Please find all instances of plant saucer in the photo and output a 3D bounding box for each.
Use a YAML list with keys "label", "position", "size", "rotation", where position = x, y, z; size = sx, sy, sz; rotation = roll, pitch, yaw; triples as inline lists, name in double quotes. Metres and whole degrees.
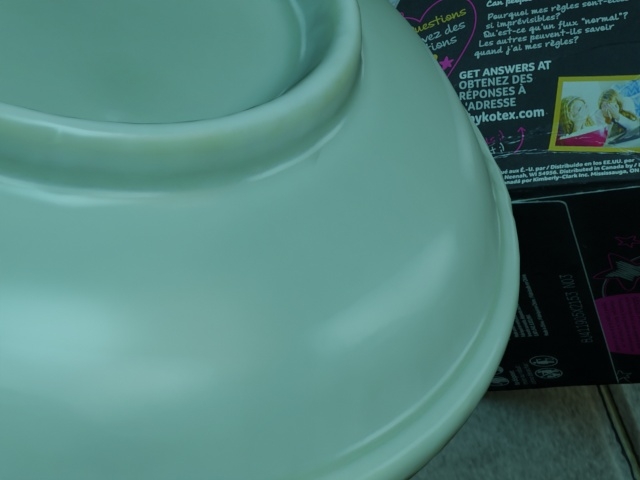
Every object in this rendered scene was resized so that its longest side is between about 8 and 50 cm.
- label: "plant saucer"
  position: [-0.099, -0.070, 0.472]
  size: [0.401, 0.100, 0.400]
  rotation: [13, 40, -11]

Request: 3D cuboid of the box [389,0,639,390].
- label: "box"
  position: [0.125, -0.025, 0.706]
  size: [0.247, 0.163, 0.142]
  rotation: [56, 34, -55]
